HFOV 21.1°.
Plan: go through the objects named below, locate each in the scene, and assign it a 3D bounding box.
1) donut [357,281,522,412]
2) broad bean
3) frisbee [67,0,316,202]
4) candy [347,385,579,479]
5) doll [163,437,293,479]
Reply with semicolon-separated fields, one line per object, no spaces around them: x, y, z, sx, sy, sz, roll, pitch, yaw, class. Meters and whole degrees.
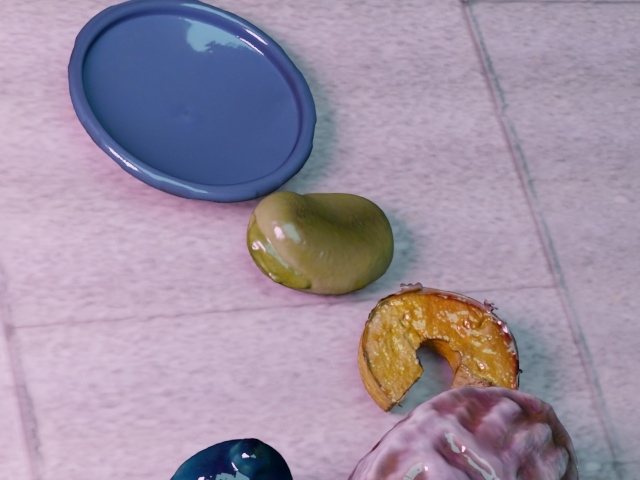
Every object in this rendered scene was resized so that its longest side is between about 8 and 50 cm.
0.121;0.122;1.865;0.181;0.078;0.146;0;61;-17;donut
0.000;0.000;1.872;0.175;0.082;0.124;3;62;-22;broad bean
-0.144;-0.151;1.913;0.290;0.049;0.289;13;51;-16;frisbee
0.135;0.275;1.728;0.214;0.157;0.289;48;53;3;candy
-0.049;0.313;1.574;0.199;0.186;0.322;-10;52;-37;doll
